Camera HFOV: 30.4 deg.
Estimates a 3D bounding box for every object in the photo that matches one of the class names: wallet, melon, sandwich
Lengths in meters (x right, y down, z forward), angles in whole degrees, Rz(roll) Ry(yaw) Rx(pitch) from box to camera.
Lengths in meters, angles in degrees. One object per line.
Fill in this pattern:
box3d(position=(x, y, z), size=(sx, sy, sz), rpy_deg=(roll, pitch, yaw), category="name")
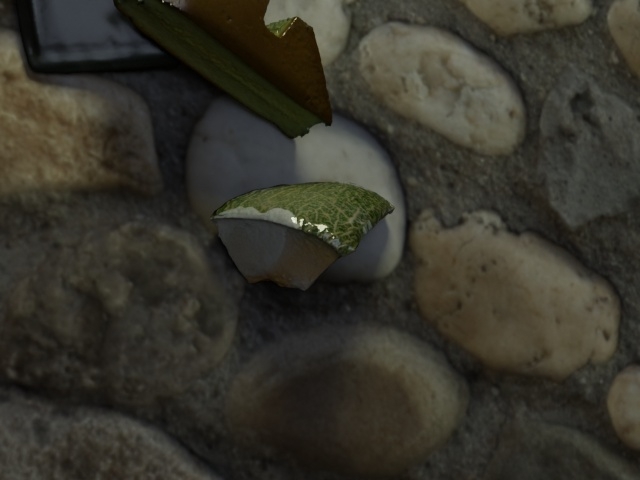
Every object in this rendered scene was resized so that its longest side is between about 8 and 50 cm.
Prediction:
box3d(position=(-0.222, -0.289, 1.177), size=(0.169, 0.052, 0.245), rpy_deg=(-6, 86, -18), category="wallet")
box3d(position=(0.001, -0.003, 1.181), size=(0.203, 0.139, 0.093), rpy_deg=(-10, 107, -24), category="melon")
box3d(position=(-0.079, -0.203, 1.171), size=(0.244, 0.090, 0.088), rpy_deg=(36, 66, -30), category="sandwich")
